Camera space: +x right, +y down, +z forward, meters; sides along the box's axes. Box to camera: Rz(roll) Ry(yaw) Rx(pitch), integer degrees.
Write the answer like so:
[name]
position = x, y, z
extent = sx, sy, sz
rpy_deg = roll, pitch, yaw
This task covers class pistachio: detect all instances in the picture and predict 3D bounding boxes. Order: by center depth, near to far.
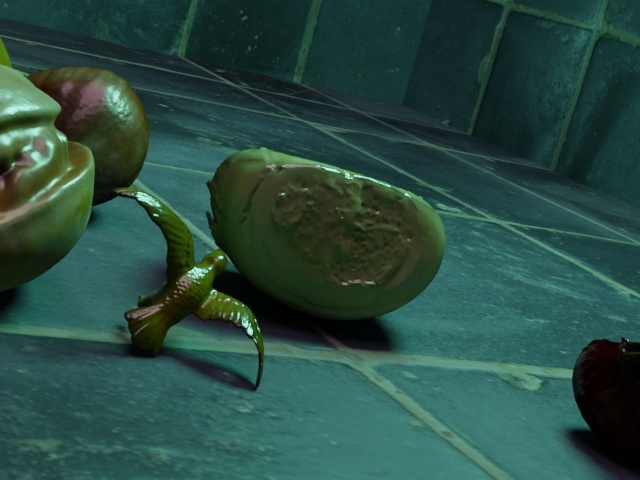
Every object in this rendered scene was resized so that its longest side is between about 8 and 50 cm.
[pistachio]
position = -0.332, -0.054, 1.180
extent = 0.229, 0.230, 0.309
rpy_deg = 16, 16, 0

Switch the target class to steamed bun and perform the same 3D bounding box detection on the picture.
[steamed bun]
position = 0.000, 0.000, 1.438
extent = 0.272, 0.166, 0.232
rpy_deg = 17, -1, -21

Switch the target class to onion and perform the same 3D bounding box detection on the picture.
[onion]
position = 0.325, 0.167, 1.218
extent = 0.206, 0.098, 0.151
rpy_deg = 19, -14, 46

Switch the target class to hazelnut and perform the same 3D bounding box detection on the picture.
[hazelnut]
position = -0.318, -0.121, 1.568
extent = 0.214, 0.176, 0.214
rpy_deg = -12, 32, 8

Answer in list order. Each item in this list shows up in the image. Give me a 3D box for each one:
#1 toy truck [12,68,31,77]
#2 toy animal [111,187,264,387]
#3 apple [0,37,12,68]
[toy truck]
position = -0.473, -0.201, 1.818
extent = 0.272, 0.124, 0.157
rpy_deg = 18, 13, 10
[toy animal]
position = -0.135, 0.042, 1.197
extent = 0.219, 0.095, 0.155
rpy_deg = 53, 8, -9
[apple]
position = -0.507, -0.202, 1.615
extent = 0.236, 0.208, 0.237
rpy_deg = -22, 15, 6
